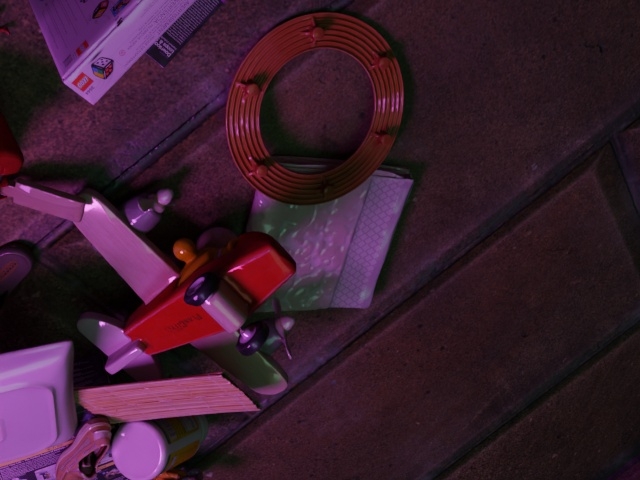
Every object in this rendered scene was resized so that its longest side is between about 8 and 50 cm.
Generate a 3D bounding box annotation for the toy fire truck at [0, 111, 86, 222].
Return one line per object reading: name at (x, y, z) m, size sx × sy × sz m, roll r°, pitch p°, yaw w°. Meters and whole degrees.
toy fire truck at (-0.465, -0.091, 1.152) m, size 0.246 × 0.158 × 0.217 m, roll -20°, pitch 166°, yaw -43°

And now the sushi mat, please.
sushi mat at (-0.272, 0.273, 1.389) m, size 0.316 × 0.019 × 0.151 m, roll -9°, pitch 143°, yaw 18°

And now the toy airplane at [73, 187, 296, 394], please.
toy airplane at (-0.222, 0.092, 1.383) m, size 0.384 × 0.272 × 0.386 m, roll 13°, pitch 135°, yaw 10°

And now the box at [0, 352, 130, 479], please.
box at (-0.570, 0.404, 1.511) m, size 0.395 × 0.097 × 0.318 m, roll -16°, pitch 131°, yaw -18°

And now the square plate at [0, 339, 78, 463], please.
square plate at (-0.555, 0.293, 1.266) m, size 0.344 × 0.049 × 0.347 m, roll -12°, pitch 148°, yaw -23°

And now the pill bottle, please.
pill bottle at (-0.304, 0.386, 1.573) m, size 0.117 × 0.117 × 0.208 m, roll -50°, pitch 166°, yaw 13°

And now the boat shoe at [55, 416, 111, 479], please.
boat shoe at (-0.431, 0.404, 1.462) m, size 0.068 × 0.072 × 0.190 m, roll 5°, pitch 131°, yaw -37°

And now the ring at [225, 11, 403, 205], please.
ring at (0.001, -0.212, 1.357) m, size 0.337 × 0.032 × 0.336 m, roll -12°, pitch 118°, yaw -23°

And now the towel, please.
towel at (0.000, 0.000, 1.539) m, size 0.317 × 0.053 × 0.332 m, roll 1°, pitch 122°, yaw -28°

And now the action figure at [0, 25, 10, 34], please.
action figure at (-0.485, -0.271, 1.098) m, size 0.115 × 0.030 × 0.038 m, roll -27°, pitch 137°, yaw -5°

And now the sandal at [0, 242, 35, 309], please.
sandal at (-0.548, 0.099, 1.318) m, size 0.219 × 0.060 × 0.090 m, roll -43°, pitch 132°, yaw 7°

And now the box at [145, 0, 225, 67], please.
box at (-0.221, -0.348, 1.178) m, size 0.162 × 0.029 × 0.116 m, roll -46°, pitch 131°, yaw 8°

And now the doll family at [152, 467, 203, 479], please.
doll family at (-0.361, 0.535, 1.726) m, size 0.163 × 0.118 × 0.263 m, roll 20°, pitch 131°, yaw -43°

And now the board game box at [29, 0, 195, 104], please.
board game box at (-0.264, -0.314, 0.993) m, size 0.193 × 0.305 × 0.053 m, roll -43°, pitch 134°, yaw 8°
